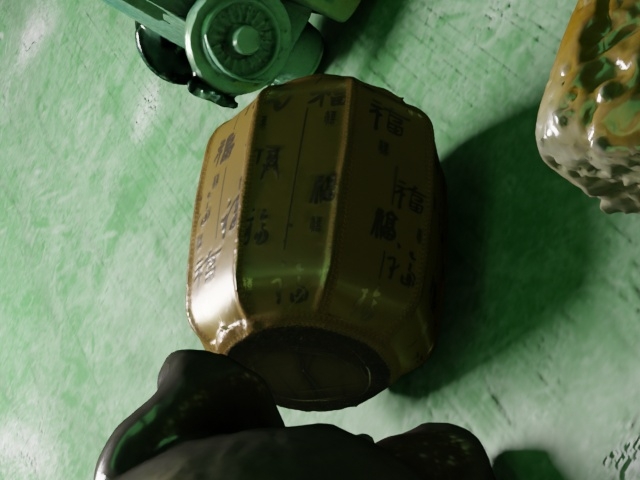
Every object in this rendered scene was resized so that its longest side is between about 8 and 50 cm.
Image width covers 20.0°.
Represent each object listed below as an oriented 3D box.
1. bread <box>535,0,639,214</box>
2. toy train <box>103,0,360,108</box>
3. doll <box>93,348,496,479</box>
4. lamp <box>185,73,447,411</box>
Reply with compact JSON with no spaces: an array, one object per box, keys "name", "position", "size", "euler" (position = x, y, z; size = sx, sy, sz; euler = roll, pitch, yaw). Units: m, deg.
[{"name":"bread","position":[0.217,-0.083,0.754],"size":[0.195,0.176,0.246],"euler":[7,71,50]},{"name":"toy train","position":[-0.126,-0.258,1.324],"size":[0.237,0.369,0.150],"euler":[-60,26,3]},{"name":"doll","position":[-0.060,0.254,0.914],"size":[0.378,0.252,0.382],"euler":[-37,31,44]},{"name":"lamp","position":[0.000,0.000,1.115],"size":[0.161,0.161,0.185],"euler":[-37,39,45]}]
